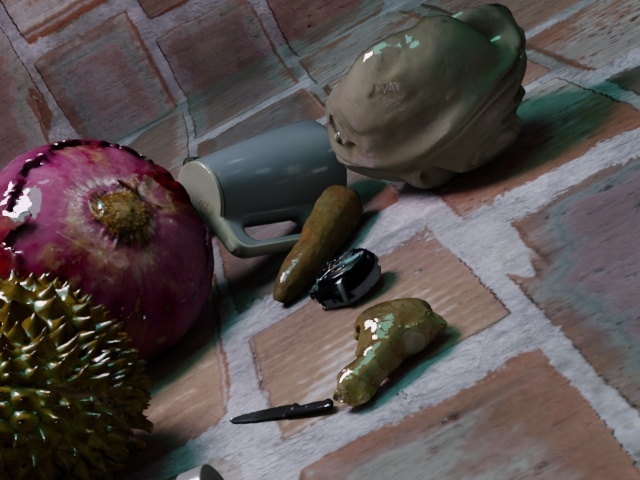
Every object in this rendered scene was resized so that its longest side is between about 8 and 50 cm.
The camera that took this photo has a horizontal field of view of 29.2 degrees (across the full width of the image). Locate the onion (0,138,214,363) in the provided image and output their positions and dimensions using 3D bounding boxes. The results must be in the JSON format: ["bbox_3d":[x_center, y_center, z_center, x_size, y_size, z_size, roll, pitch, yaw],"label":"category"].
[{"bbox_3d":[-0.353,0.031,1.805,0.345,0.358,0.358,-25,17,29],"label":"onion"}]

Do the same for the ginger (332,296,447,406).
[{"bbox_3d":[0.064,0.117,1.390,0.165,0.067,0.096,-38,41,-27],"label":"ginger"}]

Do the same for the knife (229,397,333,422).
[{"bbox_3d":[-0.047,0.199,1.428,0.170,0.010,0.023,-15,23,40],"label":"knife"}]

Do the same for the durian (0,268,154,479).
[{"bbox_3d":[-0.388,0.201,1.481,0.384,0.347,0.347,7,25,6],"label":"durian"}]

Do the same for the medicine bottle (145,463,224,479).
[{"bbox_3d":[-0.196,0.310,1.153,0.250,0.131,0.131,-27,18,6],"label":"medicine bottle"}]

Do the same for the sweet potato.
[{"bbox_3d":[0.000,0.000,1.815,0.075,0.075,0.273,-17,26,33],"label":"sweet potato"}]

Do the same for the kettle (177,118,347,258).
[{"bbox_3d":[-0.085,-0.069,1.935,0.243,0.210,0.160,-19,-21,-38],"label":"kettle"}]

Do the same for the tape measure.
[{"bbox_3d":[0.034,0.050,1.641,0.094,0.054,0.091,-24,19,36],"label":"tape measure"}]

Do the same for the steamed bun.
[{"bbox_3d":[0.174,-0.191,1.849,0.310,0.219,0.324,-23,-13,-32],"label":"steamed bun"}]
